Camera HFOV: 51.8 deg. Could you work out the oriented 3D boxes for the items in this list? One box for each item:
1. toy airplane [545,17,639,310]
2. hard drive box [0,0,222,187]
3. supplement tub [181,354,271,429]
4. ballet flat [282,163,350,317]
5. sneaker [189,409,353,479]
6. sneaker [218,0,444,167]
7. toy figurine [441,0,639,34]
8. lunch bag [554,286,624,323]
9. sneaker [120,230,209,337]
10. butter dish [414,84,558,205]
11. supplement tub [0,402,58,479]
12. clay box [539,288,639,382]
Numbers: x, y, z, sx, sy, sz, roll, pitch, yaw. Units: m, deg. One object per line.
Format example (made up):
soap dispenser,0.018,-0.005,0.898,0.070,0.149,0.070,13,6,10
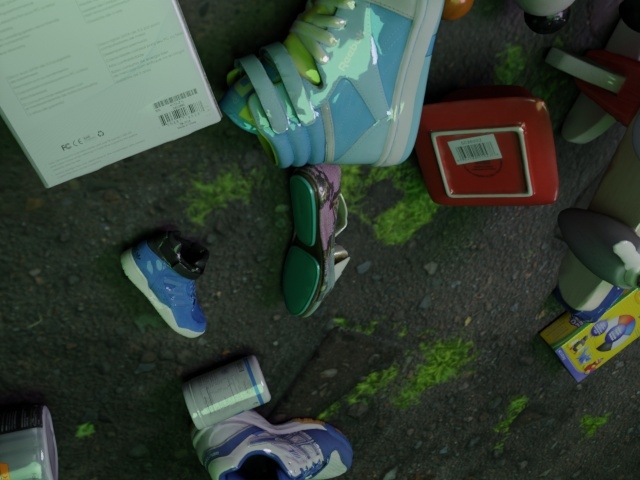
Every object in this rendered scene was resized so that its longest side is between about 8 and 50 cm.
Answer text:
toy airplane,0.397,-0.129,0.707,0.272,0.384,0.386,-8,85,-44
hard drive box,-0.214,-0.189,0.583,0.181,0.089,0.232,-23,129,-7
supplement tub,-0.128,0.207,0.906,0.107,0.071,0.071,-21,128,-7
ballet flat,0.000,0.000,0.823,0.079,0.077,0.222,-22,131,-33
sneaker,-0.060,0.339,0.988,0.296,0.131,0.112,22,110,-35
sneaker,0.000,-0.203,0.643,0.208,0.127,0.319,-11,125,-17
toy figurine,0.218,-0.270,0.624,0.212,0.209,0.148,-4,101,-28
lunch bag,0.433,0.086,1.062,0.065,0.067,0.098,22,113,-33
sneaker,-0.160,0.051,0.791,0.084,0.058,0.152,-28,123,8
butter dish,0.203,-0.128,0.793,0.160,0.118,0.160,1,138,28
supplement tub,-0.424,0.272,0.795,0.190,0.117,0.117,-9,126,-17
clay box,0.498,0.136,1.134,0.222,0.053,0.127,-40,129,7
